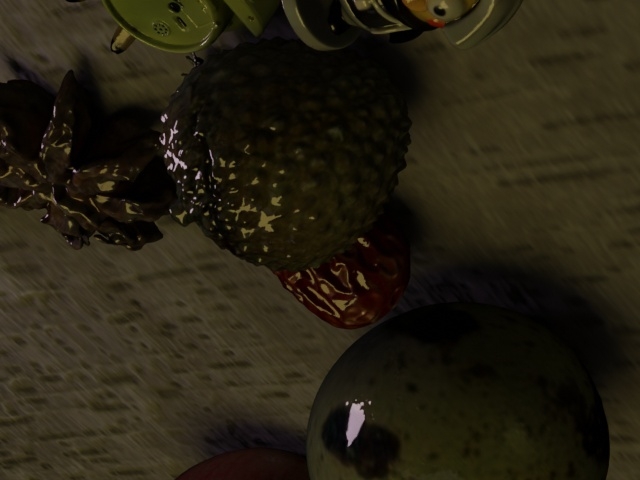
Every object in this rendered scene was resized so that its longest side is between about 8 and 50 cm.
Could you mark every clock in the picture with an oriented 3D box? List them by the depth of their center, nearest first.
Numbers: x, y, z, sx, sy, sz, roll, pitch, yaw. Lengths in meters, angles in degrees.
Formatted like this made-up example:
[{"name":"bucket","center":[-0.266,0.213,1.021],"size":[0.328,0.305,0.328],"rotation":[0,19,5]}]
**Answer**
[{"name":"clock","center":[-0.167,-0.267,1.688],"size":[0.232,0.069,0.170],"rotation":[-14,131,43]}]

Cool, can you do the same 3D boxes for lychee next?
[{"name":"lychee","center":[-0.039,-0.094,1.673],"size":[0.274,0.255,0.255],"rotation":[-29,127,8]}]

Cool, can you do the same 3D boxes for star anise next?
[{"name":"star anise","center":[-0.312,-0.089,1.983],"size":[0.331,0.118,0.332],"rotation":[14,148,9]}]

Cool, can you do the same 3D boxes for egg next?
[{"name":"egg","center":[0.155,0.247,1.943],"size":[0.345,0.345,0.428],"rotation":[42,158,-23]}]

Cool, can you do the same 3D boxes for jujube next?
[{"name":"jujube","center":[0.000,0.000,1.881],"size":[0.230,0.155,0.155],"rotation":[36,145,-5]}]

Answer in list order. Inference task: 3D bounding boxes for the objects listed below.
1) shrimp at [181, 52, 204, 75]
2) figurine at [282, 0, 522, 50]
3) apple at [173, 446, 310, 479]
[{"name":"shrimp","center":[-0.121,-0.153,1.840],"size":[0.082,0.076,0.174],"rotation":[56,165,30]},{"name":"figurine","center":[0.082,-0.261,1.489],"size":[0.236,0.133,0.176],"rotation":[-1,128,41]},{"name":"apple","center":[-0.090,0.462,2.481],"size":[0.344,0.269,0.345],"rotation":[12,124,19]}]
